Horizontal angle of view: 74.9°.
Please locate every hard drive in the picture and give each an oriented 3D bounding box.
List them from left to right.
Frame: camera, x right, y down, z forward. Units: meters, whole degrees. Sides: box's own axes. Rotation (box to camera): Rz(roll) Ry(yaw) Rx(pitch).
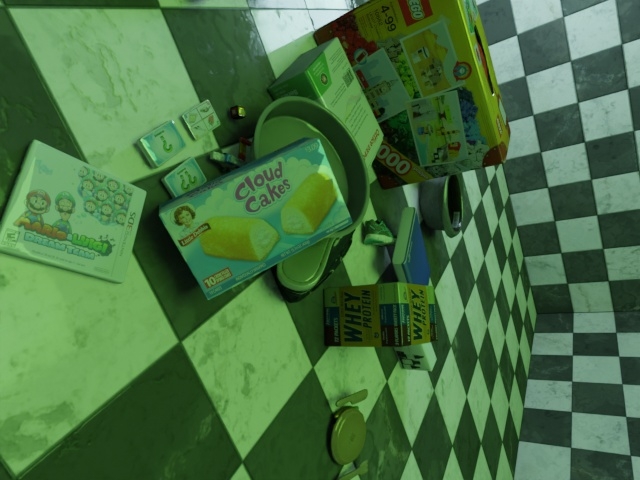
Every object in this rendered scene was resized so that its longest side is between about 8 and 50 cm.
[{"bbox_3d":[0.291,0.082,1.303,0.319,0.040,0.211,63,37,-45],"label":"hard drive"}]

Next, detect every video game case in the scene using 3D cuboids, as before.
[{"bbox_3d":[-0.317,-0.032,0.548,0.157,0.019,0.143,29,59,-48],"label":"video game case"}]

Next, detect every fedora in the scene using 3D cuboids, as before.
[{"bbox_3d":[0.452,-0.147,1.569,0.243,0.124,0.276,-37,121,-49],"label":"fedora"}]

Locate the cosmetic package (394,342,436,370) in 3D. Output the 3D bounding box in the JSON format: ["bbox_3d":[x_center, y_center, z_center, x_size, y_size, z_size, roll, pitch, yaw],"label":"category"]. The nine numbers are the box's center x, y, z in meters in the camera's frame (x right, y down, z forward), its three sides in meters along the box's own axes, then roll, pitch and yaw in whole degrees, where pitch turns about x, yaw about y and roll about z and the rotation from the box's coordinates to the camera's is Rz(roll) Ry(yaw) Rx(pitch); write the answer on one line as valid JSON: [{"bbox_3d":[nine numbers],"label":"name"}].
[{"bbox_3d":[0.253,0.269,1.217,0.060,0.098,0.239,-45,118,-50],"label":"cosmetic package"}]

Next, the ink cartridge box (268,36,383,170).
[{"bbox_3d":[0.027,-0.304,1.010,0.278,0.116,0.202,57,41,-29],"label":"ink cartridge box"}]

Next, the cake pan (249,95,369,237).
[{"bbox_3d":[-0.019,-0.141,0.837,0.292,0.054,0.294,15,66,-37],"label":"cake pan"}]

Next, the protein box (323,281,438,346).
[{"bbox_3d":[0.145,0.178,0.995,0.201,0.199,0.136,12,72,-53],"label":"protein box"}]

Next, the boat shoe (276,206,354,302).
[{"bbox_3d":[0.004,0.002,0.923,0.113,0.127,0.340,103,9,-48],"label":"boat shoe"}]

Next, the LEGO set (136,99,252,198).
[{"bbox_3d":[-0.178,-0.150,0.742,0.244,0.060,0.183,-56,130,-45],"label":"LEGO set"}]

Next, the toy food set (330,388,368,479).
[{"bbox_3d":[0.062,0.450,0.967,0.132,0.038,0.192,4,84,-47],"label":"toy food set"}]

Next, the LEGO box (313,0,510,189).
[{"bbox_3d":[0.270,-0.429,1.163,0.501,0.372,0.193,60,40,-26],"label":"LEGO box"}]

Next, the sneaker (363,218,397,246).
[{"bbox_3d":[0.180,-0.024,1.215,0.166,0.064,0.076,11,69,-56],"label":"sneaker"}]

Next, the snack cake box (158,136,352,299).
[{"bbox_3d":[-0.100,-0.043,0.671,0.264,0.089,0.152,-28,112,-11],"label":"snack cake box"}]
